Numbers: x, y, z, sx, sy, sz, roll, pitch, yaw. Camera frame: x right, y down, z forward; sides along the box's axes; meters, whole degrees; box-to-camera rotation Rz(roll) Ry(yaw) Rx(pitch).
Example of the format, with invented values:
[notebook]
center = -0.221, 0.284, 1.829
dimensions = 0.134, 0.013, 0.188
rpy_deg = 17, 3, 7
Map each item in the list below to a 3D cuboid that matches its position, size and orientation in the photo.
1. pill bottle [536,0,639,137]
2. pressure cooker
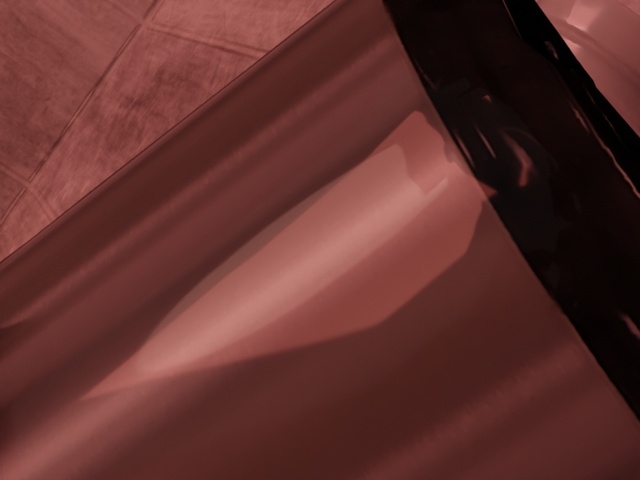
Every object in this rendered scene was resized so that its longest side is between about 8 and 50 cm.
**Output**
[pill bottle]
center = 0.136, -0.041, 0.820
dimensions = 0.264, 0.153, 0.153
rpy_deg = -53, 25, 2
[pressure cooker]
center = 0.008, 0.118, 0.556
dimensions = 0.420, 0.370, 0.375
rpy_deg = -35, 4, 16
